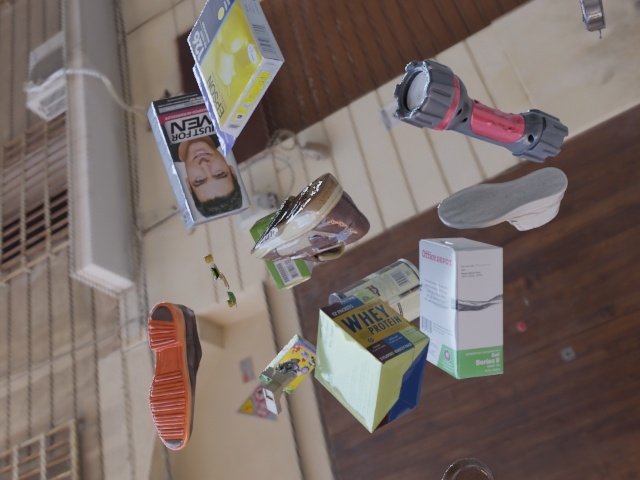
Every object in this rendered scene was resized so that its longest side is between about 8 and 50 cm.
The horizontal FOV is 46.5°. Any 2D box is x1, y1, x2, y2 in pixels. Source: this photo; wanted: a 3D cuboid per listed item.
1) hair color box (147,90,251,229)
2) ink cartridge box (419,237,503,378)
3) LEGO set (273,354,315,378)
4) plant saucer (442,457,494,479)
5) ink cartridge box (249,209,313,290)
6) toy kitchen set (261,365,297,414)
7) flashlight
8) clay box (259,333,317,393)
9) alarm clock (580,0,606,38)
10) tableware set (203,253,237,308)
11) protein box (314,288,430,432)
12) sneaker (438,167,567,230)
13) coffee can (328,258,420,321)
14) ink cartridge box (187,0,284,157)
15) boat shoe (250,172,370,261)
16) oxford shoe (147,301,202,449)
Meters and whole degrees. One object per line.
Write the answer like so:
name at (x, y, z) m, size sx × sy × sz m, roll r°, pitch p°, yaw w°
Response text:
hair color box at (-0.361, -0.241, 2.209) m, size 0.113 × 0.185 × 0.375 m, roll -27°, pitch 82°, yaw 66°
ink cartridge box at (0.320, 0.146, 1.710) m, size 0.211 × 0.121 × 0.289 m, roll -157°, pitch 64°, yaw -73°
LEGO set at (-0.050, 0.229, 1.376) m, size 0.054 × 0.083 × 0.023 m, roll 34°, pitch 147°, yaw 56°
plant saucer at (0.428, 0.710, 2.131) m, size 0.169 × 0.168 × 0.029 m, roll 63°, pitch 166°, yaw -1°
ink cartridge box at (-0.098, 0.009, 2.075) m, size 0.189 × 0.097 × 0.255 m, roll 64°, pitch -172°, yaw -10°
toy kitchen set at (-0.104, 0.348, 1.763) m, size 0.083 × 0.068 × 0.075 m, roll -38°, pitch -46°, yaw -36°
flashlight at (0.264, -0.199, 1.186) m, size 0.304 × 0.103 × 0.103 m, roll 12°, pitch -151°, yaw -28°
clay box at (-0.108, 0.461, 2.715) m, size 0.127 × 0.222 × 0.053 m, roll 37°, pitch -172°, yaw -23°
alarm clock at (0.791, -0.693, 2.177) m, size 0.192 × 0.064 × 0.129 m, roll 54°, pitch -145°, yaw -48°
tableware set at (-0.255, 0.104, 1.890) m, size 0.154 × 0.024 × 0.104 m, roll 60°, pitch 166°, yaw 16°
protein box at (0.104, 0.250, 1.579) m, size 0.201 × 0.136 × 0.200 m, roll 38°, pitch 136°, yaw 40°
sneaker at (0.424, -0.063, 1.739) m, size 0.169 × 0.292 × 0.108 m, roll 63°, pitch -166°, yaw -63°
coffee can at (0.194, 0.207, 2.434) m, size 0.201 × 0.275 × 0.202 m, roll 52°, pitch 157°, yaw 33°
ink cartridge box at (-0.217, -0.402, 1.691) m, size 0.072 × 0.307 × 0.304 m, roll 3°, pitch -128°, yaw -39°
boat shoe at (-0.017, -0.007, 1.229) m, size 0.123 × 0.342 × 0.123 m, roll 37°, pitch -114°, yaw -10°
oxford shoe at (-0.347, 0.339, 1.886) m, size 0.132 × 0.129 × 0.364 m, roll 13°, pitch -108°, yaw -60°
